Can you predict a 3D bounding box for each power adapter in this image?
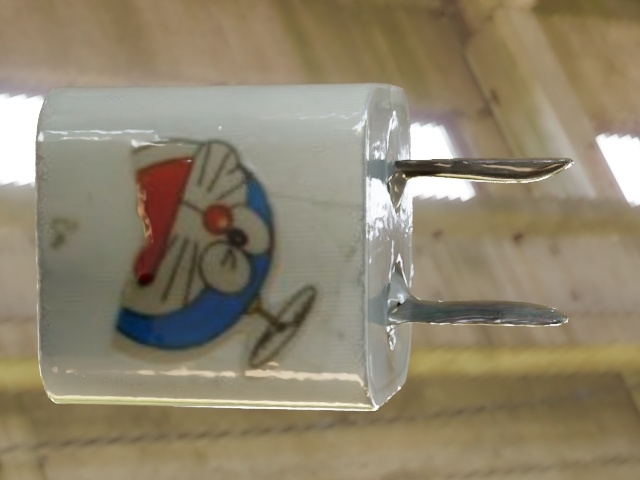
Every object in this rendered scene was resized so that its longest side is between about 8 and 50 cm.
[{"bbox_3d":[0.000,0.000,0.805,0.205,0.130,0.125,-1,3,11],"label":"power adapter"}]
